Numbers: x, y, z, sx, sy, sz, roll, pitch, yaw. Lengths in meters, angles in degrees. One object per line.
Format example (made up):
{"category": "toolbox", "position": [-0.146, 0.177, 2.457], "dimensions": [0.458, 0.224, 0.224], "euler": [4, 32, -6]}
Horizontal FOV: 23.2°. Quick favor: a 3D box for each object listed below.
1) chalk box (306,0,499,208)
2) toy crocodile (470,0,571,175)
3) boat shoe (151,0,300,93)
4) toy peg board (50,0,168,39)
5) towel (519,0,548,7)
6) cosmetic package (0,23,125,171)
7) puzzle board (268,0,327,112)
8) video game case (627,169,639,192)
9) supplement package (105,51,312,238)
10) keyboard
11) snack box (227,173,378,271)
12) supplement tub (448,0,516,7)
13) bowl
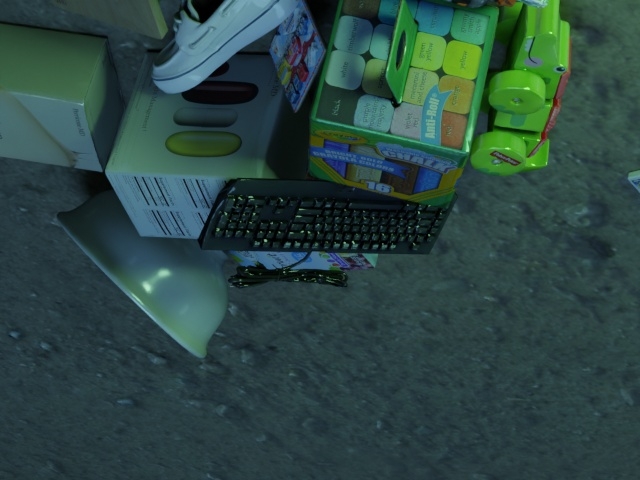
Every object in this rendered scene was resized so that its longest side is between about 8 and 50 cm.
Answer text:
{"category": "chalk box", "position": [0.090, -0.171, 1.729], "dimensions": [0.179, 0.180, 0.289], "euler": [13, 167, 1]}
{"category": "toy crocodile", "position": [0.239, -0.172, 1.803], "dimensions": [0.105, 0.115, 0.340], "euler": [7, 151, -1]}
{"category": "boat shoe", "position": [-0.128, -0.263, 1.839], "dimensions": [0.084, 0.095, 0.258], "euler": [37, 132, -26]}
{"category": "toy peg board", "position": [-0.248, -0.331, 1.798], "dimensions": [0.161, 0.079, 0.161], "euler": [20, 152, 22]}
{"category": "towel", "position": [0.202, -0.321, 1.551], "dimensions": [0.113, 0.152, 0.023], "euler": [21, -177, -14]}
{"category": "cosmetic package", "position": [-0.427, -0.197, 2.036], "dimensions": [0.309, 0.113, 0.160], "euler": [9, 149, 10]}
{"category": "puzzle board", "position": [-0.030, -0.226, 1.843], "dimensions": [0.011, 0.096, 0.128], "euler": [-12, 155, -26]}
{"category": "video game case", "position": [0.461, -0.059, 1.992], "dimensions": [0.087, 0.011, 0.122], "euler": [-13, 140, 38]}
{"category": "supplement package", "position": [-0.132, -0.118, 1.960], "dimensions": [0.203, 0.194, 0.149], "euler": [3, 148, 17]}
{"category": "keyboard", "position": [0.000, 0.000, 1.927], "dimensions": [0.317, 0.033, 0.201], "euler": [2, 139, -25]}
{"category": "snack box", "position": [-0.044, -0.020, 2.207], "dimensions": [0.207, 0.070, 0.174], "euler": [-8, 143, 35]}
{"category": "supplement tub", "position": [0.122, -0.312, 1.617], "dimensions": [0.190, 0.117, 0.117], "euler": [15, 149, -2]}
{"category": "bowl", "position": [-0.227, 0.020, 2.230], "dimensions": [0.298, 0.134, 0.298], "euler": [44, 179, 1]}
